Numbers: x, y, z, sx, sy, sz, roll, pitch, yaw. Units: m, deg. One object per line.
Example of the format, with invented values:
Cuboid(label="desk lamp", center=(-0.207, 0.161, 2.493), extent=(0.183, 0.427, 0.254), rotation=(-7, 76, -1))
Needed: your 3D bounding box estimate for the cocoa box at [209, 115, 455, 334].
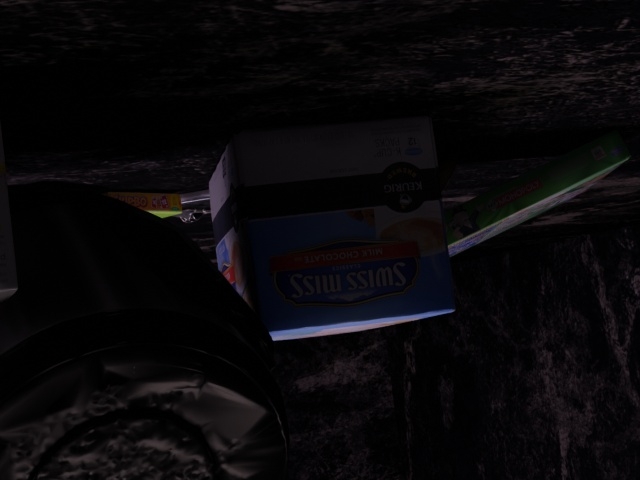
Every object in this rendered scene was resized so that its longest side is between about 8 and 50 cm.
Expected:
Cuboid(label="cocoa box", center=(0.000, 0.000, 1.532), extent=(0.231, 0.228, 0.347), rotation=(-6, 175, -11))

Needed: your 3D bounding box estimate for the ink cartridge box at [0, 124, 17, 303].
Cuboid(label="ink cartridge box", center=(-0.335, -0.031, 1.072), extent=(0.128, 0.176, 0.127), rotation=(-5, 172, -21))

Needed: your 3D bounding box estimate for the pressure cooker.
Cuboid(label="pressure cooker", center=(-0.262, 0.147, 1.333), extent=(0.375, 0.370, 0.420), rotation=(0, -155, -24))

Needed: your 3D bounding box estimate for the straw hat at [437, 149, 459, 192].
Cuboid(label="straw hat", center=(0.117, -0.081, 1.676), extent=(0.061, 0.144, 0.144), rotation=(36, 164, -11))

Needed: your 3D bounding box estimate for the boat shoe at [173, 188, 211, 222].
Cuboid(label="boat shoe", center=(-0.185, -0.047, 1.819), extent=(0.142, 0.040, 0.049), rotation=(-10, 174, 28))

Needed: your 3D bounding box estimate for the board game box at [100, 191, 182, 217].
Cuboid(label="board game box", center=(-0.327, -0.033, 1.827), extent=(0.124, 0.039, 0.259), rotation=(0, 169, -44))

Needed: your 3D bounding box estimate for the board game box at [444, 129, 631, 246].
Cuboid(label="board game box", center=(0.251, -0.043, 1.744), extent=(0.317, 0.046, 0.213), rotation=(-25, 172, -10))

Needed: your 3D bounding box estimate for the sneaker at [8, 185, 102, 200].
Cuboid(label="sneaker", center=(-0.355, -0.043, 1.627), extent=(0.089, 0.051, 0.170), rotation=(-9, 170, 27))
